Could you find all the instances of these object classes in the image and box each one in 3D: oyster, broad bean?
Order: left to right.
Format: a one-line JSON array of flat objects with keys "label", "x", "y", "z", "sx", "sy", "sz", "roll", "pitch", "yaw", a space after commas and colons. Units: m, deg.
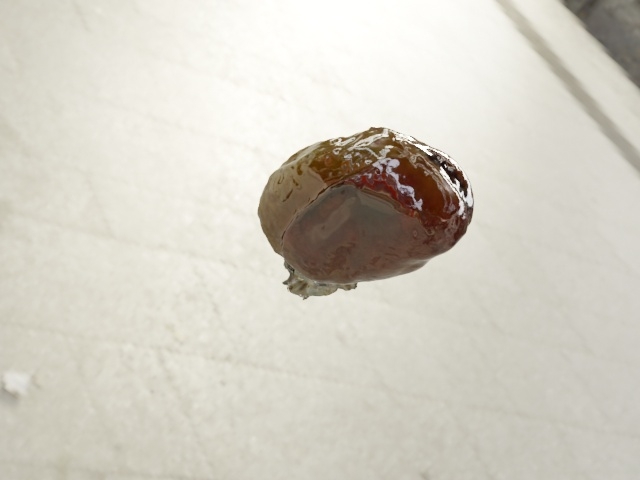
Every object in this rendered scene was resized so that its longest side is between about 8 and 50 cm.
[{"label": "oyster", "x": 0.003, "y": 0.001, "z": 1.652, "sx": 0.108, "sy": 0.166, "sz": 0.053, "roll": 1, "pitch": 40, "yaw": 14}, {"label": "broad bean", "x": 0.044, "y": -0.034, "z": 1.400, "sx": 0.122, "sy": 0.228, "sz": 0.156, "roll": -48, "pitch": 121, "yaw": -50}]
